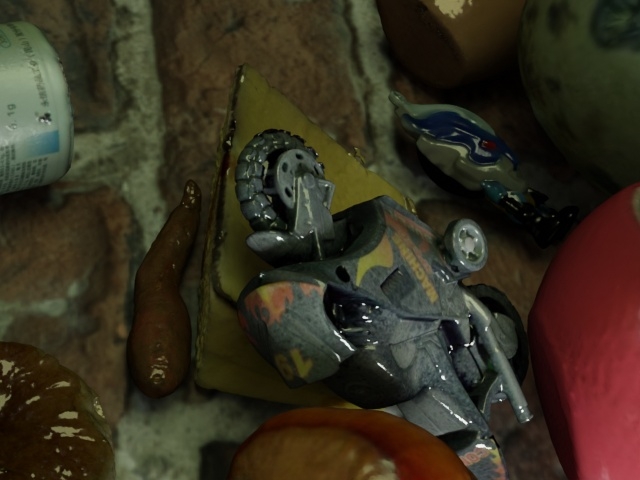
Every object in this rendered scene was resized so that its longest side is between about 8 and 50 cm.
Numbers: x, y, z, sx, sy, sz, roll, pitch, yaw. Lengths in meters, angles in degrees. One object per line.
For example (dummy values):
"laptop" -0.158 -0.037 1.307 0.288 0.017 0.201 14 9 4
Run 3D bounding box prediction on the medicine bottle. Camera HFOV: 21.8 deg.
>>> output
"medicine bottle" -0.287 -0.093 1.274 0.168 0.135 0.135 -14 55 -25

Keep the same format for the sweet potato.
"sweet potato" -0.117 0.039 1.266 0.050 0.050 0.214 10 44 -8

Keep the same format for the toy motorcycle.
"toy motorcycle" 0.042 0.055 1.183 0.307 0.108 0.173 37 52 -30

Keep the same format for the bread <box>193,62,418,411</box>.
"bread" 0.000 0.000 1.271 0.178 0.135 0.240 10 50 -7

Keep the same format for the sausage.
"sausage" 0.177 -0.217 1.527 0.253 0.123 0.123 -18 57 -27

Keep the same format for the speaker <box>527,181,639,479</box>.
"speaker" 0.302 0.089 1.197 0.294 0.294 0.294 8 48 -9

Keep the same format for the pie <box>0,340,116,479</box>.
"pie" -0.236 0.140 1.141 0.195 0.046 0.195 9 47 -9

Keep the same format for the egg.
"egg" 0.379 -0.154 1.380 0.428 0.345 0.345 7 48 -4

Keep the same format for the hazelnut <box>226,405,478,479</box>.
"hazelnut" 0.020 0.199 1.096 0.182 0.182 0.182 8 48 -9

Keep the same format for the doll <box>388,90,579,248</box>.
"doll" 0.131 -0.066 1.421 0.195 0.070 0.096 40 20 15
